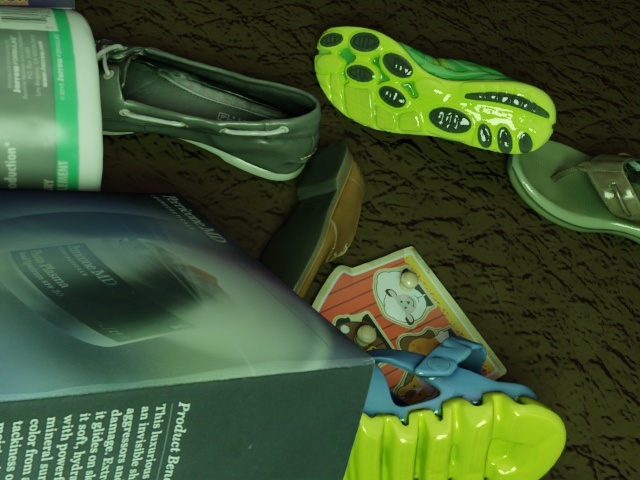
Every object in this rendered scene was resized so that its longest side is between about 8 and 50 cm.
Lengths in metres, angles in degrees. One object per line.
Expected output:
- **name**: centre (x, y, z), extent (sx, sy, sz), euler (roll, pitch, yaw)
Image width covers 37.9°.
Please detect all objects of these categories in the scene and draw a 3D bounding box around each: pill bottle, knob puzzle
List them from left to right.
- **pill bottle**: centre (-0.382, -0.102, 0.798), extent (0.361, 0.204, 0.204), euler (-3, 57, -21)
- **knob puzzle**: centre (0.070, 0.098, 0.927), extent (0.213, 0.030, 0.213), euler (10, 54, -13)

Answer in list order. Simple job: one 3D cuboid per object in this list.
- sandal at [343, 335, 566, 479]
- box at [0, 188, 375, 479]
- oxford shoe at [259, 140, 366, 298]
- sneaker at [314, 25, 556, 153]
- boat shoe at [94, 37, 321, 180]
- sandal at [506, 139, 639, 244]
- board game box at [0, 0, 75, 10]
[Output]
- **sandal**: centre (0.046, 0.152, 0.829), extent (0.317, 0.126, 0.138), euler (3, 33, -10)
- **box**: centre (-0.176, 0.091, 0.625), extent (0.294, 0.183, 0.296), euler (0, 24, -37)
- **oxford shoe**: centre (0.000, 0.000, 0.952), extent (0.076, 0.076, 0.212), euler (49, 55, -34)
- **sneaker**: centre (0.130, -0.171, 1.110), extent (0.295, 0.109, 0.123), euler (21, 13, 8)
- **boat shoe**: centre (-0.158, -0.160, 0.987), extent (0.335, 0.095, 0.112), euler (16, 52, -8)
- **sandal**: centre (0.368, -0.058, 1.103), extent (0.302, 0.086, 0.120), euler (21, 51, 3)
- **board game box**: centre (-0.346, -0.228, 0.919), extent (0.170, 0.141, 0.048), euler (-7, 90, -29)
